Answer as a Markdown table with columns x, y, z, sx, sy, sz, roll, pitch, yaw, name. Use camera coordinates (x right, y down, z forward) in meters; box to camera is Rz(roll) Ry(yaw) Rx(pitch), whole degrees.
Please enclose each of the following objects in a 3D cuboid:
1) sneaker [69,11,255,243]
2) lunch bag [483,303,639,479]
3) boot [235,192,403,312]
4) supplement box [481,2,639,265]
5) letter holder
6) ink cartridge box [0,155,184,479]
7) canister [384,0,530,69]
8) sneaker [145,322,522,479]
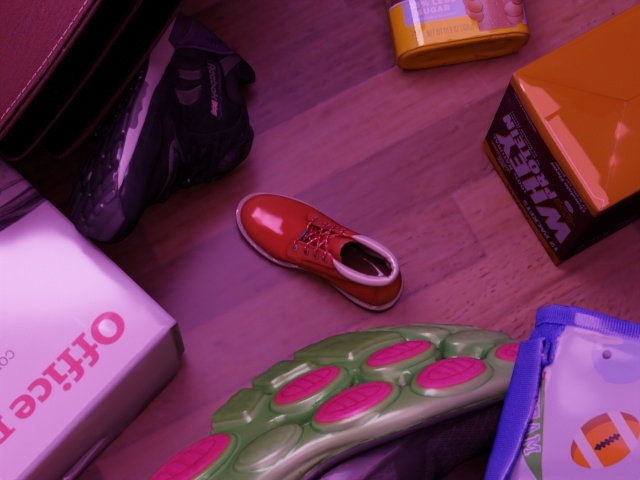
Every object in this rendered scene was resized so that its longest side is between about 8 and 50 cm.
| x | y | z | sx | sy | sz | roll | pitch | yaw | name |
| --- | --- | --- | --- | --- | --- | --- | --- | --- | --- |
| -0.110 | -0.087 | 1.443 | 0.124 | 0.107 | 0.283 | 29 | 38 | -14 | sneaker |
| 0.297 | 0.252 | 1.362 | 0.386 | 0.239 | 0.327 | 18 | 77 | -10 | lunch bag |
| 0.000 | 0.000 | 1.497 | 0.158 | 0.084 | 0.059 | 28 | 79 | 6 | boot |
| 0.255 | -0.097 | 1.470 | 0.191 | 0.194 | 0.129 | -29 | 79 | -8 | supplement box |
| -0.170 | -0.198 | 1.329 | 0.302 | 0.152 | 0.214 | -54 | 48 | 14 | letter holder |
| -0.343 | 0.049 | 1.429 | 0.395 | 0.166 | 0.285 | 42 | 79 | 7 | ink cartridge box |
| 0.109 | -0.243 | 1.564 | 0.126 | 0.073 | 0.169 | -10 | 79 | -4 | canister |
| -0.010 | 0.227 | 1.419 | 0.483 | 0.185 | 0.202 | -33 | 118 | -17 | sneaker |
